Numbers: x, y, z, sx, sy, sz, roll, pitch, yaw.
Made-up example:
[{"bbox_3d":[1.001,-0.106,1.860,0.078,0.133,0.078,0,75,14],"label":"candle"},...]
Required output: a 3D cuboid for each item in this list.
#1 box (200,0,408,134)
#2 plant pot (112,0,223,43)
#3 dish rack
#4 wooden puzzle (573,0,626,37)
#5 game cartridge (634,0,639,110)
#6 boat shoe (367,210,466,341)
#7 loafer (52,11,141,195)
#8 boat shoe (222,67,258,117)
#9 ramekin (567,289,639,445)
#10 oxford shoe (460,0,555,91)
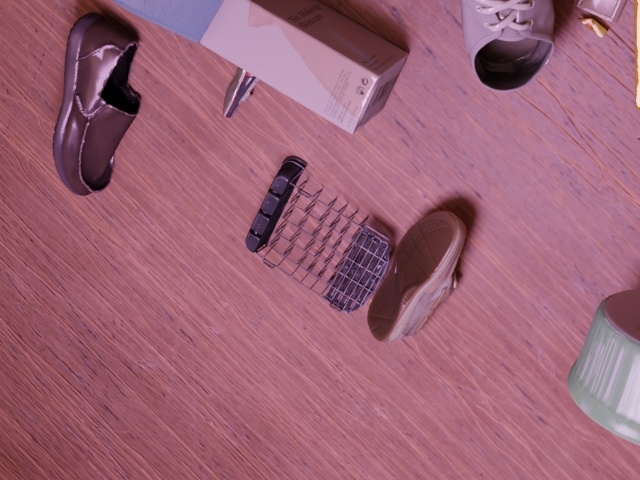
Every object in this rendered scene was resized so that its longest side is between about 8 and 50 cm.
[{"bbox_3d":[-0.028,-0.322,1.992,0.311,0.148,0.121,31,124,9],"label":"box"},{"bbox_3d":[-0.269,-0.512,1.892,0.252,0.248,0.247,14,132,-30],"label":"plant pot"},{"bbox_3d":[0.000,0.000,2.191,0.271,0.074,0.208,33,127,7],"label":"dish rack"},{"bbox_3d":[0.429,-0.373,1.806,0.078,0.014,0.116,31,125,6],"label":"wooden puzzle"},{"bbox_3d":[0.616,-0.319,1.712,0.323,0.053,0.285,4,116,25],"label":"game cartridge"},{"bbox_3d":[0.187,0.064,2.112,0.109,0.098,0.302,61,137,37],"label":"boat shoe"},{"bbox_3d":[-0.415,-0.238,2.243,0.130,0.134,0.366,20,123,18],"label":"loafer"},{"bbox_3d":[-0.139,-0.272,2.138,0.043,0.049,0.137,12,129,-24],"label":"boat shoe"},{"bbox_3d":[0.553,0.197,1.866,0.303,0.303,0.148,18,114,19],"label":"ramekin"},{"bbox_3d":[0.262,-0.373,1.695,0.169,0.130,0.449,-6,147,9],"label":"oxford shoe"}]
